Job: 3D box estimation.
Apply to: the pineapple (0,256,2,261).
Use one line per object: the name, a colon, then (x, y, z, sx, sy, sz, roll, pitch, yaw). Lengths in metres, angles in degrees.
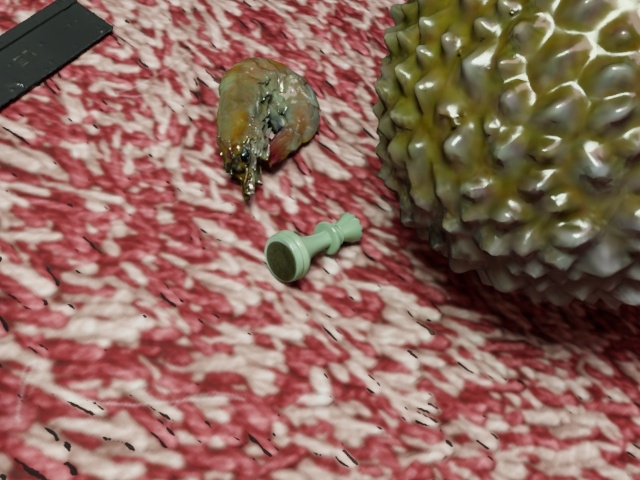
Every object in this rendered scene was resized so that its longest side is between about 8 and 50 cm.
pineapple: (-0.271, 0.098, 0.483, 0.170, 0.141, 0.310, -7, 39, 12)

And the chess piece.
chess piece: (0.000, 0.000, 0.723, 0.093, 0.042, 0.042, -26, 62, -40)

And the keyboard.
keyboard: (-0.270, -0.167, 0.796, 0.060, 0.018, 0.195, 35, 48, 3)

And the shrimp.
shrimp: (-0.050, -0.107, 0.800, 0.101, 0.042, 0.190, 20, 45, -11)

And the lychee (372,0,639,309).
lychee: (0.239, -0.135, 0.701, 0.432, 0.380, 0.380, -35, 67, -23)
